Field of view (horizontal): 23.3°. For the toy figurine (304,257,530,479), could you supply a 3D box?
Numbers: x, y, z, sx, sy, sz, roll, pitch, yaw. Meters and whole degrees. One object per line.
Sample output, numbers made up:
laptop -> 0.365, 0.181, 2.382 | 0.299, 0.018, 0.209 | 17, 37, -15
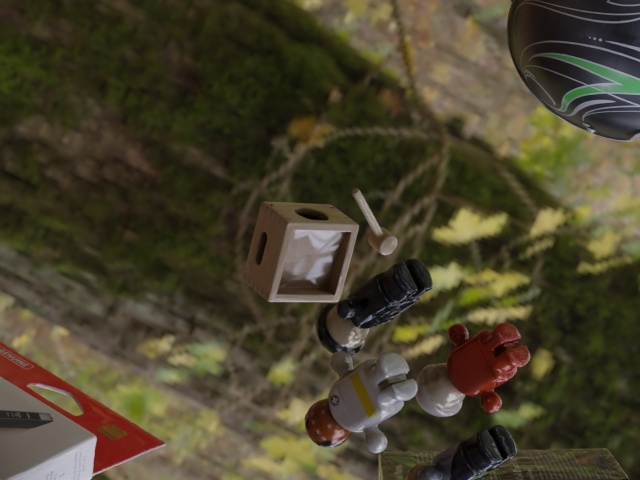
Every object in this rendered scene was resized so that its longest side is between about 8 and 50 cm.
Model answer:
toy figurine -> 0.091, 0.150, 1.568 | 0.148, 0.213, 0.209 | -38, -152, 40

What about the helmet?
helmet -> 0.225, -0.155, 1.099 | 0.169, 0.169, 0.161 | -62, -163, -15

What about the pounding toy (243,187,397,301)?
pounding toy -> 0.007, -0.008, 2.312 | 0.206, 0.094, 0.181 | 2, 112, -34

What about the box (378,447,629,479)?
box -> 0.232, 0.453, 2.009 | 0.179, 0.313, 0.343 | -94, -176, -83

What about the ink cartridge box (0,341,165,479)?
ink cartridge box -> -0.365, 0.188, 1.772 | 0.261, 0.296, 0.066 | -23, 130, -49
